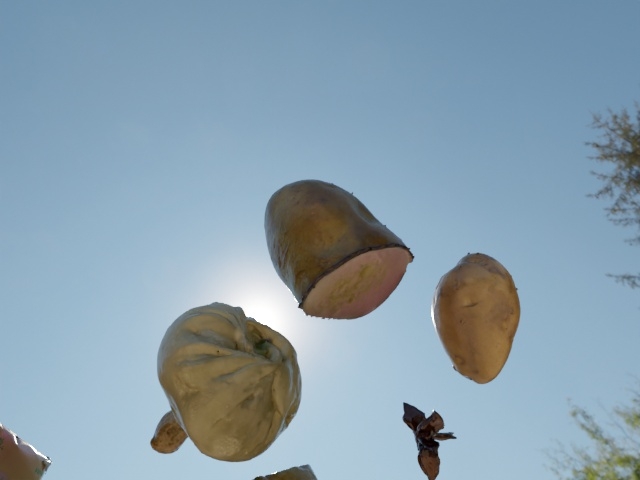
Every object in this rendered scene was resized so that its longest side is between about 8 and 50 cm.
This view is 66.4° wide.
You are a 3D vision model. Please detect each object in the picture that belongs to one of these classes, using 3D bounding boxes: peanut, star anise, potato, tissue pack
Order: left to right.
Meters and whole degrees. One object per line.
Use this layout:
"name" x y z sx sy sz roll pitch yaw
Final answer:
"tissue pack" -0.713 0.515 1.028 0.122 0.215 0.257 -1 -43 9
"peanut" -0.294 0.402 1.092 0.192 0.089 0.089 -33 -55 -6
"potato" 0.000 0.000 0.919 0.229 0.266 0.229 -24 -35 -18
"star anise" 0.262 0.427 1.072 0.144 0.140 0.159 0 -92 -14
"potato" 0.280 0.134 0.903 0.128 0.161 0.235 39 -110 -55

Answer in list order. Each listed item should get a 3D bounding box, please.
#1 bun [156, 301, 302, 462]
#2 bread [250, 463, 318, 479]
"bun" -0.127 0.209 0.763 0.160 0.259 0.259 -35 -57 28
"bread" -0.054 0.530 0.809 0.238 0.252 0.196 12 -59 -39
